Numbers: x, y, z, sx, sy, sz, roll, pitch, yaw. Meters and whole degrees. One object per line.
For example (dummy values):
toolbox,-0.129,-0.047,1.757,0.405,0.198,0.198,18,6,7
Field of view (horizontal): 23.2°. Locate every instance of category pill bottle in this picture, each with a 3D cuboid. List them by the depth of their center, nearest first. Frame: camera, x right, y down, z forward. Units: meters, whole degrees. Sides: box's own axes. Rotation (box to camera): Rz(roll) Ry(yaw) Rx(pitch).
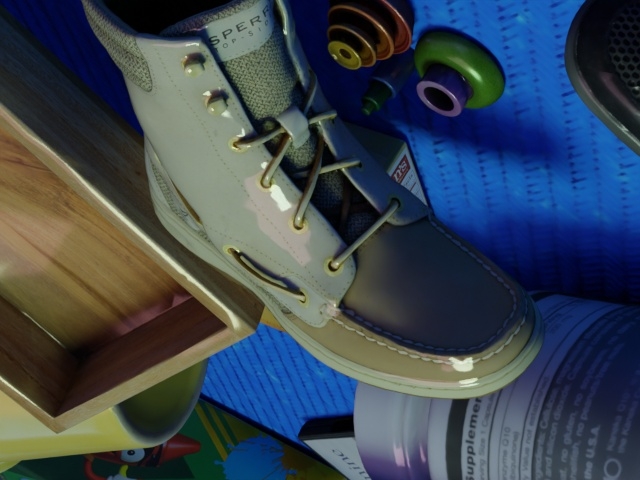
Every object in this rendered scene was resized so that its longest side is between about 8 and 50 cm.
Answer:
pill bottle,0.163,0.114,0.872,0.283,0.161,0.161,7,145,48

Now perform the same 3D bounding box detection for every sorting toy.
sorting toy,0.040,-0.088,0.793,0.102,0.042,0.061,35,158,-3

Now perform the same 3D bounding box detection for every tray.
tray,-0.241,-0.057,0.971,0.203,0.076,0.411,-29,119,35

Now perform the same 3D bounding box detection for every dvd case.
dvd case,0.100,0.209,1.331,0.180,0.022,0.253,40,157,-15

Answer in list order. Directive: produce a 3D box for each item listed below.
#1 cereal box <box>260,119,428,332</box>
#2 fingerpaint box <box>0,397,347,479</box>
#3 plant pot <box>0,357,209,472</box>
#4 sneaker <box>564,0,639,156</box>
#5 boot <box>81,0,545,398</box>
cereal box,0.000,0.000,1.015,0.173,0.047,0.240,20,154,30
fingerpaint box,-0.133,0.324,1.694,0.371,0.163,0.445,25,156,22
plant pot,-0.228,0.071,1.249,0.239,0.254,0.254,2,145,25
sneaker,0.203,-0.040,0.575,0.228,0.087,0.130,31,175,1
boot,-0.008,-0.042,0.780,0.262,0.095,0.203,34,155,32
